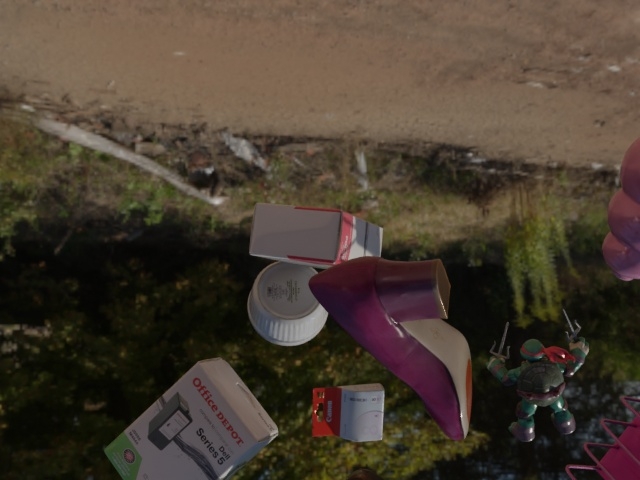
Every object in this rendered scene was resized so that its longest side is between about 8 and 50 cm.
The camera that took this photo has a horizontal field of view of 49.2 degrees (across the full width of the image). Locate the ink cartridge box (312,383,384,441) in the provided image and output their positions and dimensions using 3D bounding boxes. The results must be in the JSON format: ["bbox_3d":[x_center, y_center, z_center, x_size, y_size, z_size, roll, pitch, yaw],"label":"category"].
[{"bbox_3d":[0.093,0.578,2.329,0.232,0.189,0.066,-3,-164,-14],"label":"ink cartridge box"}]

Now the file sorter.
[{"bbox_3d":[0.699,0.452,1.483,0.182,0.291,0.202,16,-158,-36],"label":"file sorter"}]

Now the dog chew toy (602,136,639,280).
[{"bbox_3d":[0.699,-0.065,1.460,0.206,0.332,0.207,12,-153,-7],"label":"dog chew toy"}]

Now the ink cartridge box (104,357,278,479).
[{"bbox_3d":[-0.251,0.392,1.366,0.273,0.198,0.115,-44,164,9],"label":"ink cartridge box"}]

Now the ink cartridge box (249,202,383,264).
[{"bbox_3d":[0.000,0.000,1.560,0.207,0.117,0.283,5,175,23],"label":"ink cartridge box"}]

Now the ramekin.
[{"bbox_3d":[-0.078,0.147,1.738,0.207,0.207,0.109,-1,150,-6],"label":"ramekin"}]

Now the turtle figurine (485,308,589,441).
[{"bbox_3d":[0.374,0.235,1.210,0.175,0.234,0.118,-4,-155,21],"label":"turtle figurine"}]

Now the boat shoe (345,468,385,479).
[{"bbox_3d":[0.051,0.534,1.267,0.120,0.122,0.324,-40,158,-41],"label":"boat shoe"}]

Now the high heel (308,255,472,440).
[{"bbox_3d":[0.119,0.166,1.033,0.181,0.127,0.377,-4,126,21],"label":"high heel"}]
